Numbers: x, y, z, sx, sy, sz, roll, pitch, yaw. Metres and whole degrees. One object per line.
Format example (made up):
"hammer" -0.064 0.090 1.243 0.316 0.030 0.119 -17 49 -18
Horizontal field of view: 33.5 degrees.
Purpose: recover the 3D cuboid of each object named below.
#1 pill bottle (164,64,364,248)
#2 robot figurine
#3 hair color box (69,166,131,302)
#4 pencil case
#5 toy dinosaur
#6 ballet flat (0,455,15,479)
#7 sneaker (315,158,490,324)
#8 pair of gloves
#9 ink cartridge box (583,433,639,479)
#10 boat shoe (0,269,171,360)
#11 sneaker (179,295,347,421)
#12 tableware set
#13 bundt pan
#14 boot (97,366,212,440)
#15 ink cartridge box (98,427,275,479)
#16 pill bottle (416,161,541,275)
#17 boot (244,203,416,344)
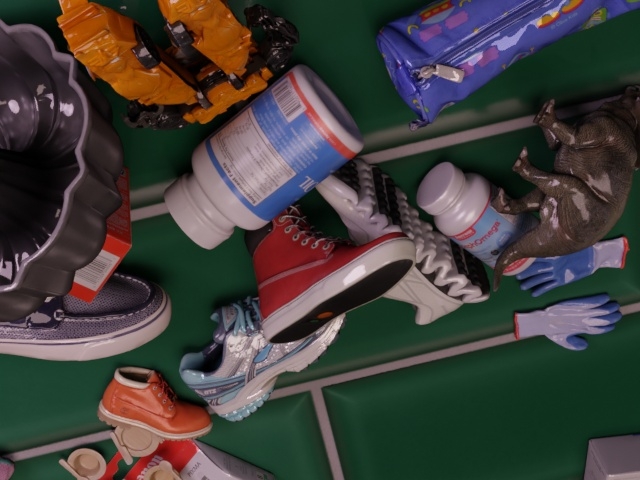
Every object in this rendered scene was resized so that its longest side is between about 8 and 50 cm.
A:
"pill bottle" -0.070 -0.090 1.232 0.221 0.124 0.124 -37 120 15
"robot figurine" -0.139 -0.202 1.100 0.211 0.291 0.085 -28 77 8
"hair color box" -0.262 -0.018 1.219 0.053 0.167 0.093 28 114 -25
"pencil case" 0.209 -0.244 1.176 0.306 0.133 0.119 -28 105 8
"toy dinosaur" 0.305 -0.069 1.251 0.160 0.121 0.313 27 85 3
"ballet flat" -0.491 0.387 1.500 0.079 0.077 0.221 13 120 -39
"sneaker" 0.085 0.008 1.336 0.118 0.110 0.292 -36 119 26
"pair of gloves" 0.342 0.074 1.461 0.159 0.023 0.198 -7 122 -4
"ink cartridge box" 0.490 0.402 1.653 0.148 0.086 0.203 -6 122 -5
"boat shoe" -0.352 0.048 1.268 0.340 0.127 0.158 -3 130 -7
"sneaker" -0.073 0.119 1.373 0.122 0.110 0.283 36 110 -23
"tableware set" -0.274 0.328 1.504 0.168 0.020 0.141 -31 108 16
"bundt pan" -0.342 -0.058 1.117 0.331 0.331 0.124 -34 153 12
"boot" -0.215 0.219 1.444 0.158 0.059 0.085 15 114 -16
"ink cartridge box" -0.205 0.373 1.544 0.224 0.056 0.181 29 112 -25
"pill bottle" 0.200 -0.029 1.334 0.160 0.087 0.087 33 112 -25
"boot" 0.000 0.000 1.253 0.088 0.176 0.244 6 153 -44
